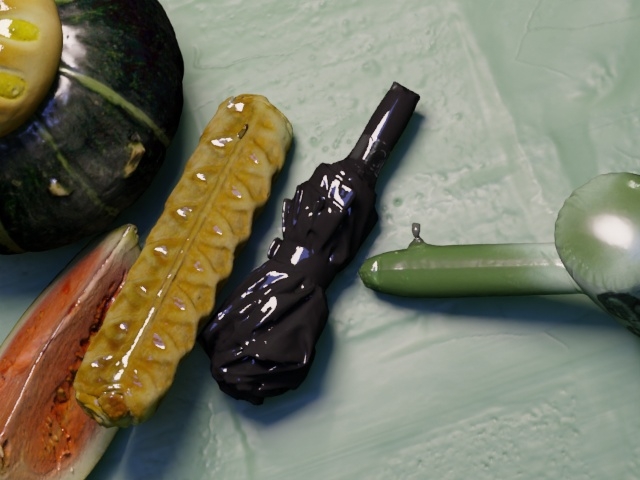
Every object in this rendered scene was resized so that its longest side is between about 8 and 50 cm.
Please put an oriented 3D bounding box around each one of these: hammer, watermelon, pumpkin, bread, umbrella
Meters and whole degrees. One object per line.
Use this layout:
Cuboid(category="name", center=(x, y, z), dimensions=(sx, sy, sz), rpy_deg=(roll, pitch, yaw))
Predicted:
Cuboid(category="hammer", center=(0.192, 0.020, 1.716), dimensions=(0.335, 0.206, 0.119), rpy_deg=(-1, 69, 27))
Cuboid(category="watermelon", center=(-0.239, 0.146, 1.755), dimensions=(0.128, 0.159, 0.303), rpy_deg=(38, 62, -18))
Cuboid(category="pumpkin", center=(-0.287, -0.143, 1.767), dimensions=(0.323, 0.241, 0.323), rpy_deg=(-3, 77, 14))
Cuboid(category="bread", center=(-0.124, 0.015, 1.751), dimensions=(0.084, 0.077, 0.367), rpy_deg=(34, 62, -16))
Cuboid(category="umbrella", center=(0.000, 0.000, 1.773), dimensions=(0.118, 0.118, 0.340), rpy_deg=(28, 79, 13))
Cuboid(category="bread", center=(-0.326, -0.181, 1.605), dimensions=(0.213, 0.105, 0.213), rpy_deg=(-2, 82, 17))
